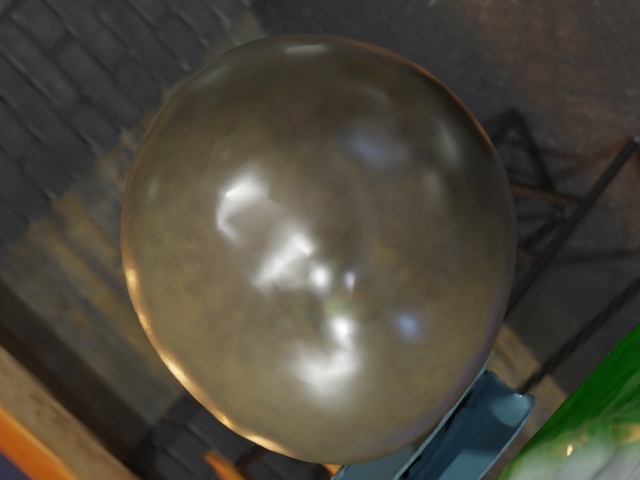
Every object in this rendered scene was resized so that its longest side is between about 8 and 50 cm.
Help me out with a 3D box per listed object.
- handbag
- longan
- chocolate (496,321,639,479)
[{"bbox_3d":[0.045,0.174,1.001,0.057,0.221,0.144,43,163,-11],"label":"handbag"},{"bbox_3d":[0.000,0.000,0.865,0.258,0.258,0.258,35,159,15],"label":"longan"},{"bbox_3d":[0.135,0.226,0.330,0.360,0.341,0.161,42,-167,6],"label":"chocolate"}]
